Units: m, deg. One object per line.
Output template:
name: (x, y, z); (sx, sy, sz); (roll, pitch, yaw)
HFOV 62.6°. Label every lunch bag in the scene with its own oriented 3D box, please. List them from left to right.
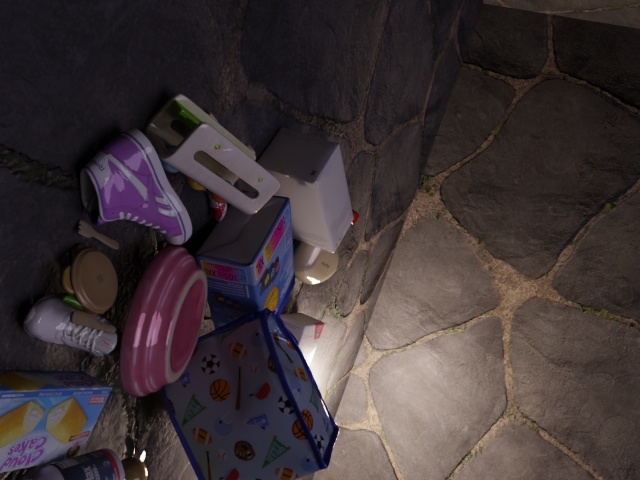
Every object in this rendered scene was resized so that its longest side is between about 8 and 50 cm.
lunch bag: (-0.182, 0.393, 1.305); (0.385, 0.328, 0.239); (63, 11, -2)

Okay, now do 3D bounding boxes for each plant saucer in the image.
plant saucer: (-0.326, 0.178, 1.153); (0.332, 0.084, 0.332); (12, 90, -87)

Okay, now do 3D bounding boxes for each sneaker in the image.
sneaker: (-0.436, 0.165, 0.979); (0.090, 0.115, 0.232); (-66, 158, -10)
sneaker: (-0.359, -0.061, 1.008); (0.161, 0.102, 0.282); (-49, 144, -27)
sneaker: (-0.255, -0.102, 1.267); (0.067, 0.042, 0.118); (-22, 121, -67)

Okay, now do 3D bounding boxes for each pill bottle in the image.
pill bottle: (-0.469, 0.462, 0.974); (0.180, 0.108, 0.107); (3, 107, -55)

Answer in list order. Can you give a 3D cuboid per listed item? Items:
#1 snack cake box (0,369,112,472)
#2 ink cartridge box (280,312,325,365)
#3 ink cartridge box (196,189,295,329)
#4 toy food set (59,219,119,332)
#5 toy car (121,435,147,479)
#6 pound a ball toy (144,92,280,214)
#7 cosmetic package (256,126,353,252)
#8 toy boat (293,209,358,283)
snack cake box: (-0.524, 0.320, 0.948); (0.152, 0.089, 0.264); (-68, 158, -6)
ink cartridge box: (-0.112, 0.423, 1.970); (0.207, 0.117, 0.283); (13, 97, -68)
ink cartridge box: (-0.181, 0.102, 1.426); (0.395, 0.151, 0.270); (91, 17, -44)
toy food set: (-0.424, 0.073, 0.968); (0.132, 0.039, 0.192); (52, 29, -62)
toy car: (-0.481, 0.580, 1.274); (0.188, 0.149, 0.155); (-82, 161, -48)
pound a ball toy: (-0.235, -0.177, 1.136); (0.136, 0.208, 0.319); (-45, 146, 6)
cosmetic package: (-0.034, -0.137, 1.555); (0.155, 0.197, 0.365); (-59, 157, -25)
toy boat: (0.000, 0.000, 1.860); (0.318, 0.148, 0.267); (-58, 152, -8)
